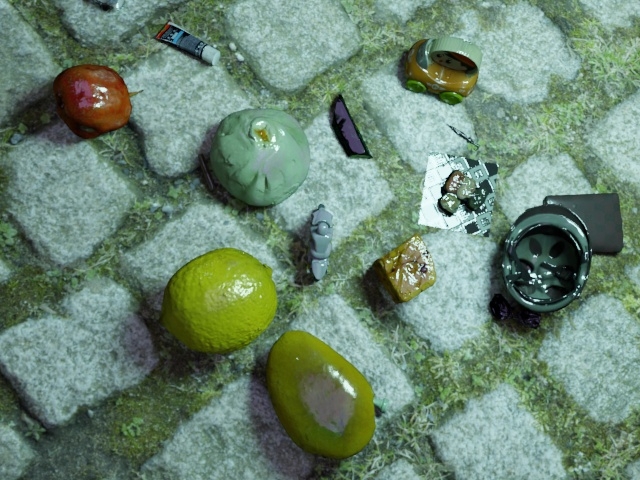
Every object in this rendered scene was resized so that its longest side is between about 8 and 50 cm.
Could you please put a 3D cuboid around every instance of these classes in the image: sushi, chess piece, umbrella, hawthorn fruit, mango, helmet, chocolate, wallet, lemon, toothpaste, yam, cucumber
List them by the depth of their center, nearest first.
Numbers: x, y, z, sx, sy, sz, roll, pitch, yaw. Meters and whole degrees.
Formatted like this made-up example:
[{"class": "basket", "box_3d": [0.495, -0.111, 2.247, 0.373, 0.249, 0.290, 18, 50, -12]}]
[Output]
[{"class": "lemon", "box_3d": [-0.264, 0.161, 1.426, 0.321, 0.268, 0.268, -32, 86, -4]}, {"class": "mango", "box_3d": [-0.005, 0.404, 1.448, 0.253, 0.182, 0.365, -33, 85, -2]}, {"class": "hawthorn fruit", "box_3d": [-0.601, -0.392, 1.520, 0.243, 0.207, 0.208, -22, 84, -35]}, {"class": "chess piece", "box_3d": [0.143, 0.448, 1.531, 0.093, 0.042, 0.042, 22, 81, 5]}, {"class": "helmet", "box_3d": [0.635, 0.064, 1.541, 0.224, 0.177, 0.306, 12, 77, 25]}, {"class": "yam", "box_3d": [-0.330, -0.197, 1.586, 0.021, 0.021, 0.116, -20, 86, -7]}, {"class": "chocolate", "box_3d": [0.562, 0.207, 1.590, 0.147, 0.070, 0.072, 21, 92, 9]}, {"class": "sushi", "box_3d": [0.419, -0.143, 1.623, 0.219, 0.047, 0.232, 11, 82, -3]}, {"class": "toothpaste", "box_3d": [-0.390, -0.588, 1.624, 0.193, 0.045, 0.071, 28, 73, 6]}, {"class": "cucumber", "box_3d": [0.078, -0.331, 1.626, 0.070, 0.046, 0.220, -26, 86, 1]}, {"class": "wallet", "box_3d": [0.788, -0.052, 1.641, 0.229, 0.049, 0.182, -1, 83, -3]}, {"class": "umbrella", "box_3d": [0.437, -0.320, 1.666, 0.122, 0.013, 0.022, 41, 103, 0]}]

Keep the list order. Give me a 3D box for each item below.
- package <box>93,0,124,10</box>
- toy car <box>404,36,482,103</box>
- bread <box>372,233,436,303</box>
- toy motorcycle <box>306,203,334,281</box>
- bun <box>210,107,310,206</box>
[{"class": "package", "box_3d": [-0.658, -0.796, 1.622, 0.269, 0.071, 0.194, 35, 79, 14]}, {"class": "toy car", "box_3d": [0.366, -0.519, 1.583, 0.235, 0.235, 0.145, 18, 81, -2]}, {"class": "bread", "box_3d": [0.239, 0.082, 1.528, 0.143, 0.158, 0.149, -30, 87, -3]}, {"class": "toy motorcycle", "box_3d": [0.000, 0.000, 1.519, 0.073, 0.152, 0.225, 4, 82, -4]}, {"class": "bun", "box_3d": [-0.164, -0.248, 1.524, 0.293, 0.187, 0.293, 1, 85, -6]}]
